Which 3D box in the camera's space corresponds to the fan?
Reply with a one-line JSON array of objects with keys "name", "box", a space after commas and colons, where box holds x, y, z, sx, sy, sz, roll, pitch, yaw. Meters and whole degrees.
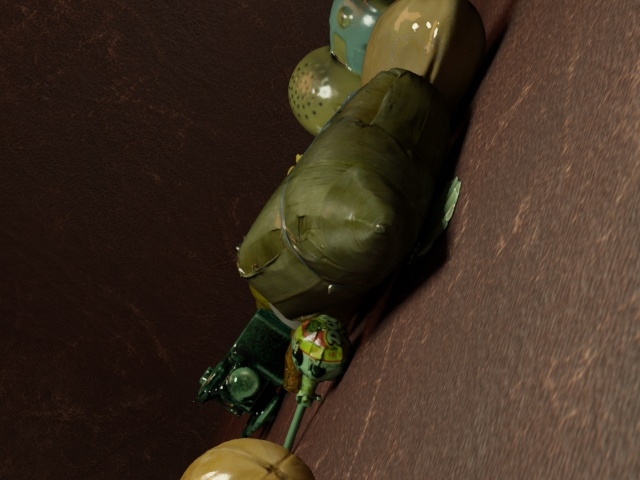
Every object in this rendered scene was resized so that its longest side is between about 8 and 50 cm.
[{"name": "fan", "box": [0.134, -0.018, 1.448, 0.131, 0.009, 0.240, -63, 2, -11]}]

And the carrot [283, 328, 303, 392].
[{"name": "carrot", "box": [-0.016, 0.135, 1.863, 0.069, 0.069, 0.229, -96, 16, -84]}]

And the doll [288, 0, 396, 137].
[{"name": "doll", "box": [0.054, -0.273, 1.871, 0.161, 0.177, 0.261, 3, -53, -44]}]

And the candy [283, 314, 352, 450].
[{"name": "candy", "box": [-0.024, 0.232, 1.689, 0.091, 0.083, 0.305, -97, 20, -52]}]

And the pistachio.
[{"name": "pistachio", "box": [0.144, -0.248, 1.684, 0.293, 0.162, 0.181, 116, 163, -55]}]

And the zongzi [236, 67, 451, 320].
[{"name": "zongzi", "box": [0.085, -0.092, 1.425, 0.356, 0.174, 0.393, -56, 9, -23]}]

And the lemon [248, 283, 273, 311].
[{"name": "lemon", "box": [-0.049, 0.050, 2.401, 0.248, 0.184, 0.184, -60, 4, 11]}]

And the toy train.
[{"name": "toy train", "box": [-0.134, 0.268, 2.382, 0.238, 0.167, 0.299, -56, 2, -14]}]

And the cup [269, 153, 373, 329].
[{"name": "cup", "box": [0.000, 0.000, 1.712, 0.226, 0.185, 0.241, 108, 146, -56]}]

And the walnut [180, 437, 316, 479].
[{"name": "walnut", "box": [-0.082, 0.293, 1.220, 0.165, 0.165, 0.197, -68, -3, -50]}]
